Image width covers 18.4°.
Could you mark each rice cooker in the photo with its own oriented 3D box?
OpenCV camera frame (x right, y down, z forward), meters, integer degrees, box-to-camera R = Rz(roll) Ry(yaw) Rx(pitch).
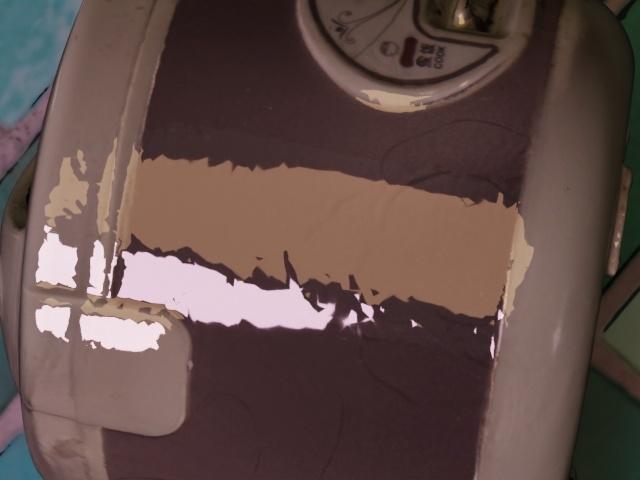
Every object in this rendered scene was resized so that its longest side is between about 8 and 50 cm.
[{"bbox_3d":[-0.003,-0.002,0.910,0.277,0.288,0.288,10,82,8],"label":"rice cooker"}]
